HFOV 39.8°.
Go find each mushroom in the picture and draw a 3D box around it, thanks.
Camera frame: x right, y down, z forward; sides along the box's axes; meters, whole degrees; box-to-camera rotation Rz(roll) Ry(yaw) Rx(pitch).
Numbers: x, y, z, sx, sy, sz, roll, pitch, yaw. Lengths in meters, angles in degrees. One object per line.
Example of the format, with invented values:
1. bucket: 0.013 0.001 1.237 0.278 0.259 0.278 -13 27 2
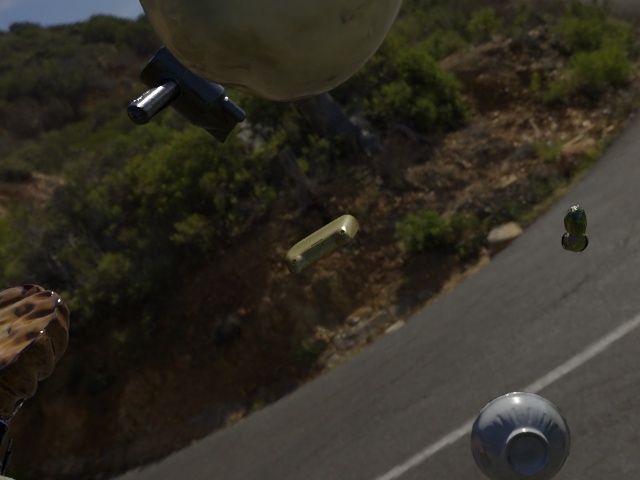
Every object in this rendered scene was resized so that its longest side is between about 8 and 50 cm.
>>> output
1. mushroom: -0.077 -0.306 0.897 0.314 0.314 0.336 -38 32 -13

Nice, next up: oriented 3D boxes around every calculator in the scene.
1. calculator: 0.000 0.000 1.675 0.157 0.033 0.236 -33 7 5

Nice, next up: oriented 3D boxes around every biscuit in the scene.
1. biscuit: -0.530 0.192 1.371 0.326 0.107 0.326 -21 25 10

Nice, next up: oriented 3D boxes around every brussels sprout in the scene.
1. brussels sprout: 0.437 -0.016 1.522 0.046 0.083 0.051 -11 36 8

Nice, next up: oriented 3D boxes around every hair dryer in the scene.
1. hair dryer: -0.310 -0.288 1.941 0.116 0.244 0.302 -46 8 31

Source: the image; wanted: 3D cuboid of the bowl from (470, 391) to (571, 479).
1. bowl: 0.376 0.381 1.629 0.189 0.189 0.086 -35 2 5

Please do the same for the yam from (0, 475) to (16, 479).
1. yam: -0.463 0.268 0.974 0.093 0.259 0.093 -32 40 32

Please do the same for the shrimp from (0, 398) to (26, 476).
1. shrimp: -0.520 0.356 1.303 0.116 0.145 0.343 -8 34 8
